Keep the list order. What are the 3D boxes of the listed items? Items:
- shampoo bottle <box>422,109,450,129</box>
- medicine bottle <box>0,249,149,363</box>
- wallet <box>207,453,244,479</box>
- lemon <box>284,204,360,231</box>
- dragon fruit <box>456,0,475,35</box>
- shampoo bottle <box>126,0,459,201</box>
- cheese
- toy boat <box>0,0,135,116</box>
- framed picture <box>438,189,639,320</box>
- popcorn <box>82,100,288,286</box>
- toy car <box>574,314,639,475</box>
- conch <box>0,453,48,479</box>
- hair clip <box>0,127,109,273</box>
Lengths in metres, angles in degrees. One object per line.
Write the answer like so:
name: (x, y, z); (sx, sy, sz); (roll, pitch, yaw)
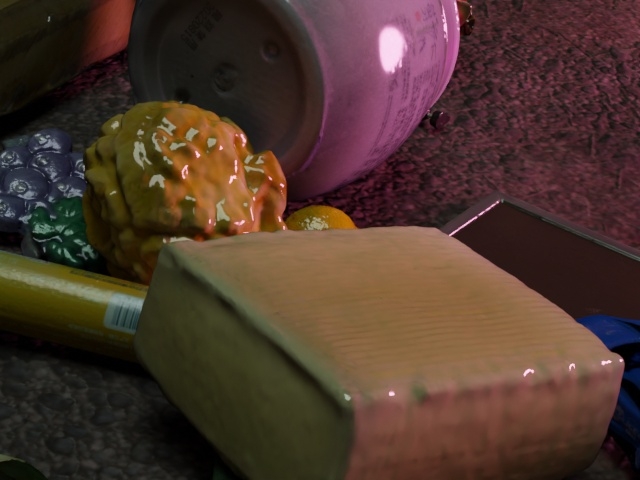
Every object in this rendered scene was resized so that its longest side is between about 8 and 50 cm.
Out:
shampoo bottle: (0.075, -0.153, 1.610); (0.137, 0.027, 0.048); (29, 40, 31)
medicine bottle: (-0.204, 0.051, 1.181); (0.218, 0.074, 0.074); (14, 32, 7)
wallet: (0.001, 0.220, 0.963); (0.160, 0.055, 0.236); (11, 30, -7)
lemon: (0.000, 0.000, 1.311); (0.083, 0.062, 0.062); (-3, 32, -23)
dragon fruit: (0.082, -0.288, 1.731); (0.135, 0.137, 0.236); (-4, 31, -45)
shampoo bottle: (-0.022, -0.182, 1.403); (0.273, 0.273, 0.266); (21, 28, 22)
cheese: (0.041, 0.086, 1.080); (0.266, 0.123, 0.242); (-3, 32, -39)
toy boat: (-0.341, -0.205, 1.519); (0.162, 0.135, 0.445); (16, 33, 24)
framed picture: (0.213, 0.039, 1.335); (0.252, 0.014, 0.197); (26, 36, 27)
popcorn: (-0.114, -0.031, 1.252); (0.180, 0.170, 0.180); (-8, 64, 17)
toy car: (0.259, 0.123, 1.144); (0.103, 0.063, 0.216); (-9, 41, -23)
conch: (-0.165, 0.232, 0.846); (0.137, 0.143, 0.250); (-45, 62, -2)
hair clip: (-0.240, -0.028, 1.337); (0.124, 0.052, 0.195); (-18, 47, -26)
